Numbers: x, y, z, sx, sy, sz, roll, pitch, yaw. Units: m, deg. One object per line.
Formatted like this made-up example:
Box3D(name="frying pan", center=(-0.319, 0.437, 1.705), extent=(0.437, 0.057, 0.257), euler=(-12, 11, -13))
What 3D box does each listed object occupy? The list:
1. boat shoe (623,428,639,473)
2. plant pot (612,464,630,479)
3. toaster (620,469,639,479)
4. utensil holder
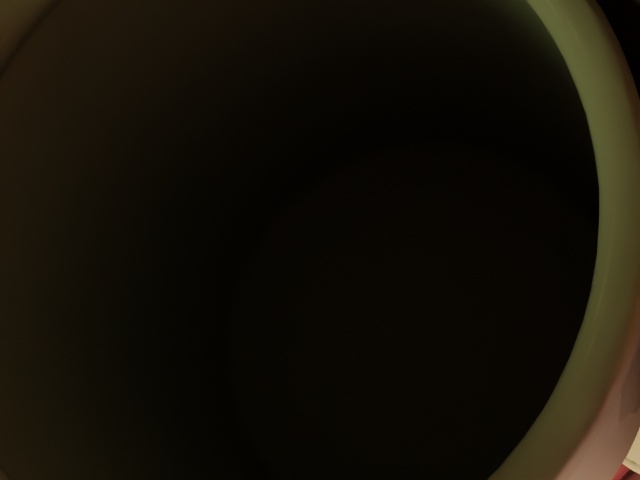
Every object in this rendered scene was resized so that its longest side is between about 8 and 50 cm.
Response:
Box3D(name="boat shoe", center=(0.275, 0.114, 1.141), extent=(0.302, 0.091, 0.114), euler=(-130, 35, -55))
Box3D(name="plant pot", center=(0.250, 0.197, 1.287), extent=(0.201, 0.180, 0.201), euler=(57, 167, 22))
Box3D(name="toaster", center=(0.398, 0.282, 1.263), extent=(0.129, 0.146, 0.227), euler=(46, -179, -24))
Box3D(name="utensil holder", center=(0.017, 0.029, 0.660), extent=(0.327, 0.327, 0.385), euler=(46, -177, 20))
